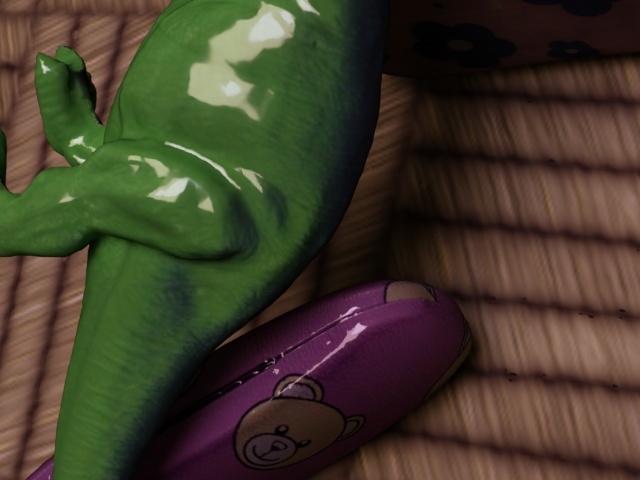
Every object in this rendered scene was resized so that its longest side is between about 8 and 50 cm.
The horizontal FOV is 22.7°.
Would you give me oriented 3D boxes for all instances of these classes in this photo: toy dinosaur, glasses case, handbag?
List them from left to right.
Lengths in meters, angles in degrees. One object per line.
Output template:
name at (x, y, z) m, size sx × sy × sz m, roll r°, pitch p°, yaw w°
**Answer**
glasses case at (-0.056, 0.115, 0.940) m, size 0.316 × 0.123 × 0.076 m, roll -32°, pitch 64°, yaw 19°
toy dinosaur at (0.000, 0.000, 0.817) m, size 0.374 × 0.144 × 0.500 m, roll -14°, pitch 90°, yaw 24°
handbag at (0.107, -0.215, 0.911) m, size 0.251 × 0.190 × 0.193 m, roll -3°, pitch 64°, yaw 34°
